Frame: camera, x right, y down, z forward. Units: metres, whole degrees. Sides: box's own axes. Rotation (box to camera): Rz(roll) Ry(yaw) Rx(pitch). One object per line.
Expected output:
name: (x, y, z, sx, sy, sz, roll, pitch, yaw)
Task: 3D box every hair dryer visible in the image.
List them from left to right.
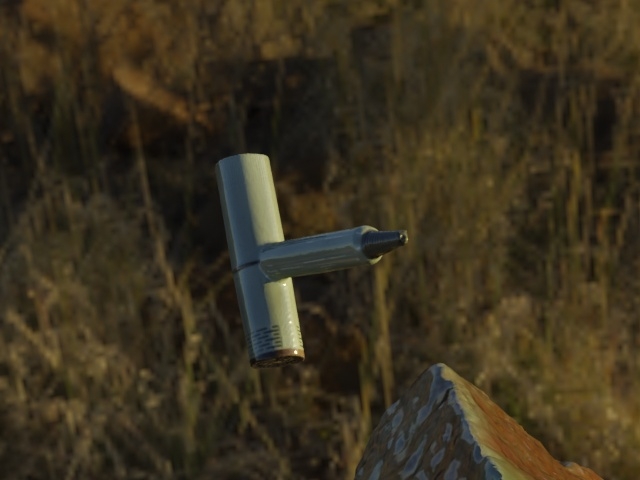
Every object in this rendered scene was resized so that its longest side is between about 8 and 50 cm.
hair dryer: (-0.001, -0.008, 1.156, 0.044, 0.155, 0.183, 0, -19, -41)

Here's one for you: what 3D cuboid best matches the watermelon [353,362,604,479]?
watermelon: (0.109, 0.179, 0.692, 0.151, 0.264, 0.302, -40, 33, 24)
